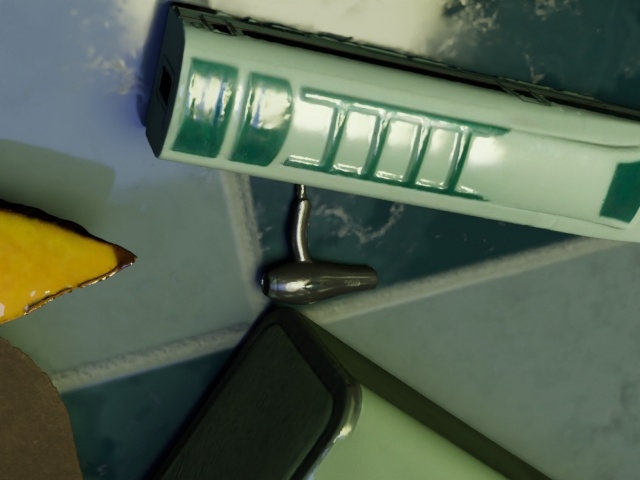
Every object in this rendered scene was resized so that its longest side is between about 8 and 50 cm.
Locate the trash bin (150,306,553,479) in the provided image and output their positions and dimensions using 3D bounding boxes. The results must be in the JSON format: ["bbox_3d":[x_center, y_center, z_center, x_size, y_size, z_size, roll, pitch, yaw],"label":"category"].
[{"bbox_3d":[0.062,0.234,0.786,0.343,0.158,0.223,33,95,-24],"label":"trash bin"}]

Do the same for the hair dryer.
[{"bbox_3d":[0.000,0.000,0.767,0.079,0.031,0.083,-5,103,-24],"label":"hair dryer"}]

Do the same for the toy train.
[{"bbox_3d":[0.100,-0.059,0.735,0.407,0.088,0.086,9,106,-18],"label":"toy train"}]

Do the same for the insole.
[{"bbox_3d":[-0.194,0.144,0.704,0.111,0.007,0.328,-24,138,-11],"label":"insole"}]

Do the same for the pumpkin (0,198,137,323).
[{"bbox_3d":[-0.266,-0.002,0.665,0.278,0.111,0.163,-25,98,-11],"label":"pumpkin"}]
